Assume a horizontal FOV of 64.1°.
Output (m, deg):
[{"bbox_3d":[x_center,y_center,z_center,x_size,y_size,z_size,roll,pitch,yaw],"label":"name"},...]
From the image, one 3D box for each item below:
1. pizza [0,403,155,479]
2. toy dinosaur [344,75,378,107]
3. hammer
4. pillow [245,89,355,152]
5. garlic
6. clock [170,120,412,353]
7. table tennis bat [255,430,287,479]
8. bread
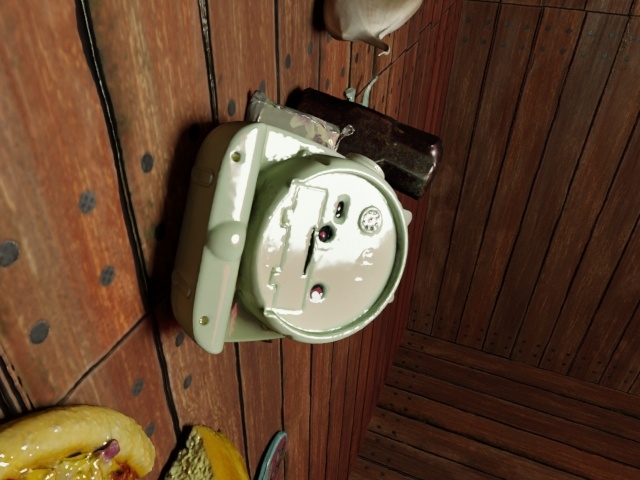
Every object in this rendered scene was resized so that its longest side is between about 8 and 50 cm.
[{"bbox_3d":[-0.242,0.258,0.431,0.289,0.081,0.229,47,59,-72],"label":"pizza"},{"bbox_3d":[0.072,-0.239,1.070,0.167,0.053,0.242,83,27,-53],"label":"toy dinosaur"},{"bbox_3d":[-0.008,-0.021,0.786,0.409,0.242,0.095,-60,168,-2],"label":"hammer"},{"bbox_3d":[-0.052,-0.062,0.716,0.059,0.169,0.255,-155,-103,-69],"label":"pillow"},{"bbox_3d":[0.068,-0.358,0.800,0.128,0.148,0.267,48,51,-33],"label":"garlic"},{"bbox_3d":[-0.009,0.006,0.642,0.324,0.108,0.265,7,97,-32],"label":"clock"},{"bbox_3d":[-0.122,0.518,1.108,0.244,0.040,0.153,-41,143,-69],"label":"table tennis bat"},{"bbox_3d":[-0.165,0.392,0.696,0.129,0.134,0.260,75,34,-56],"label":"bread"}]
